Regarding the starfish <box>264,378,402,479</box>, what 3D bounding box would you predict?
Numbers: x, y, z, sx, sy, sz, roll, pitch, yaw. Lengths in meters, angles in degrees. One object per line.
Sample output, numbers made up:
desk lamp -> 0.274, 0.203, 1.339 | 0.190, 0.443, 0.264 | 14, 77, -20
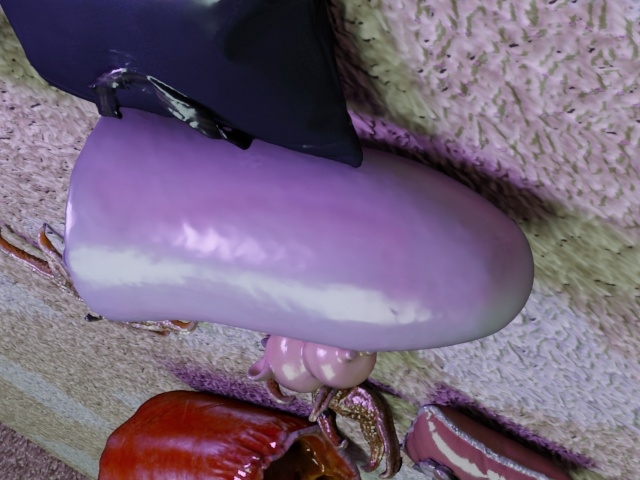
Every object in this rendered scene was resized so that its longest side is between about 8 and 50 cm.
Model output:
starfish -> 0.029, 0.189, 1.462 | 0.146, 0.074, 0.190 | 17, 158, 48

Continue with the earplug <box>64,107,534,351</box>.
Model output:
earplug -> 0.000, 0.000, 0.935 | 0.301, 0.172, 0.172 | 11, 155, 25

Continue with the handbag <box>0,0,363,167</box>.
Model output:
handbag -> -0.101, -0.130, 0.829 | 0.254, 0.089, 0.211 | 17, 156, 20

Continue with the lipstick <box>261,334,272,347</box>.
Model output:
lipstick -> -0.040, 0.108, 1.441 | 0.025, 0.025, 0.107 | 34, 166, -16

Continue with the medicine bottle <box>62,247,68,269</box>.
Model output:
medicine bottle -> -0.221, 0.032, 1.445 | 0.058, 0.058, 0.091 | 14, 156, 37

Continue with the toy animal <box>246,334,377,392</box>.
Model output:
toy animal -> -0.002, 0.108, 1.301 | 0.083, 0.089, 0.150 | 40, 150, -20

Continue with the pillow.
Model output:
pillow -> 0.165, 0.232, 1.391 | 0.179, 0.075, 0.171 | 26, 163, 6

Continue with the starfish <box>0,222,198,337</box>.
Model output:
starfish -> -0.266, 0.054, 1.584 | 0.247, 0.050, 0.138 | 30, 159, -12

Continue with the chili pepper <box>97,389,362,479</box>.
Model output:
chili pepper -> -0.109, 0.323, 1.788 | 0.305, 0.229, 0.251 | 7, 135, 48
